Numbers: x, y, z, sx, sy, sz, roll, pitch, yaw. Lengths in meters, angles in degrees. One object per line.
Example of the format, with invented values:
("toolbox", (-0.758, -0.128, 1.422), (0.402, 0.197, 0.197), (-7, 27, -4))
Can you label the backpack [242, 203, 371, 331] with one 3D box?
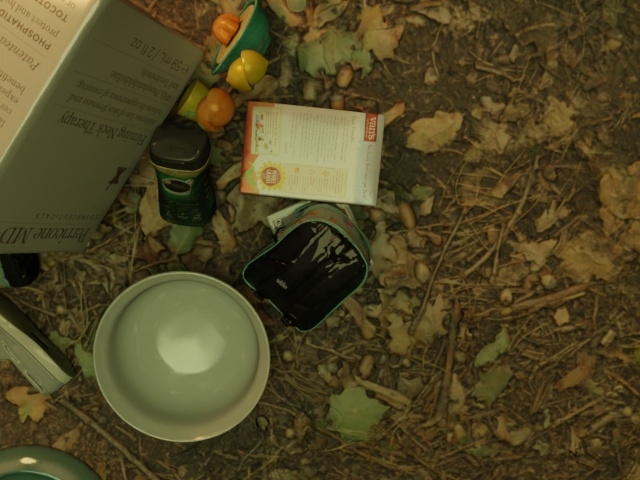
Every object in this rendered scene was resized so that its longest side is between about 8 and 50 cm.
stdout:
("backpack", (-0.008, 0.035, 1.320), (0.166, 0.144, 0.188), (46, 119, -6))

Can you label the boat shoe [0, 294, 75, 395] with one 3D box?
("boat shoe", (-0.538, 0.184, 1.395), (0.081, 0.079, 0.227), (-41, 102, 2))

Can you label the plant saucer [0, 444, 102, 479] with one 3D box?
("plant saucer", (-0.541, 0.537, 1.479), (0.318, 0.043, 0.317), (0, 100, -1))

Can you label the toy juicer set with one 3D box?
("toy juicer set", (-0.123, -0.318, 1.246), (0.089, 0.209, 0.329), (31, 99, -22))

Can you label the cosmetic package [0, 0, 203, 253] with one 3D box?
("cosmetic package", (-0.449, -0.228, 1.160), (0.327, 0.329, 0.393), (36, 99, 12))

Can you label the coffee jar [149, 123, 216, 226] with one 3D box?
("coffee jar", (-0.224, -0.107, 1.301), (0.096, 0.079, 0.184), (9, 144, 3))

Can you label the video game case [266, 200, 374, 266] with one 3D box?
("video game case", (0.000, 0.000, 1.404), (0.143, 0.019, 0.157), (-23, 99, 3))

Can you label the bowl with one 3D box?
("bowl", (-0.231, 0.184, 1.374), (0.298, 0.134, 0.297), (0, 101, -2))

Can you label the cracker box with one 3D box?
("cracker box", (-0.014, -0.144, 1.344), (0.232, 0.067, 0.155), (6, 91, -1))

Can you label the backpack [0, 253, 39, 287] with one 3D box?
("backpack", (-0.587, 0.018, 1.348), (0.182, 0.115, 0.151), (-4, 103, 2))
